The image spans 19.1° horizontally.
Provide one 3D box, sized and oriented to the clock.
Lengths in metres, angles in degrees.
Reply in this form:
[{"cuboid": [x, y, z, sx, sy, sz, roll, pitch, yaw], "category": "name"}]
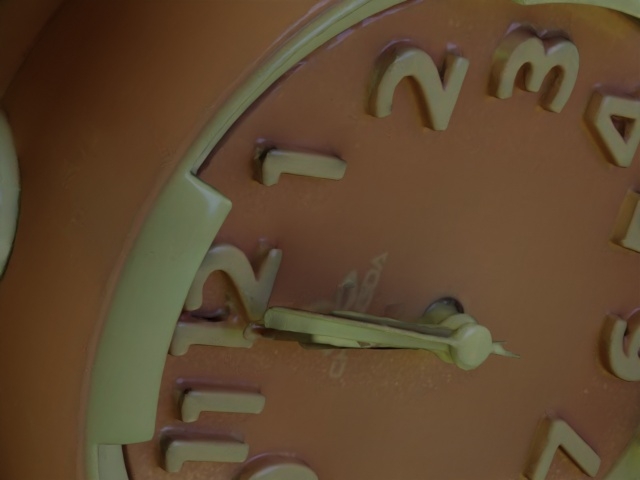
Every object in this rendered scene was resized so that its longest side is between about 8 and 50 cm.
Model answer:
[{"cuboid": [0.000, 0.000, 0.473, 0.241, 0.142, 0.227, 6, 109, -40], "category": "clock"}]
